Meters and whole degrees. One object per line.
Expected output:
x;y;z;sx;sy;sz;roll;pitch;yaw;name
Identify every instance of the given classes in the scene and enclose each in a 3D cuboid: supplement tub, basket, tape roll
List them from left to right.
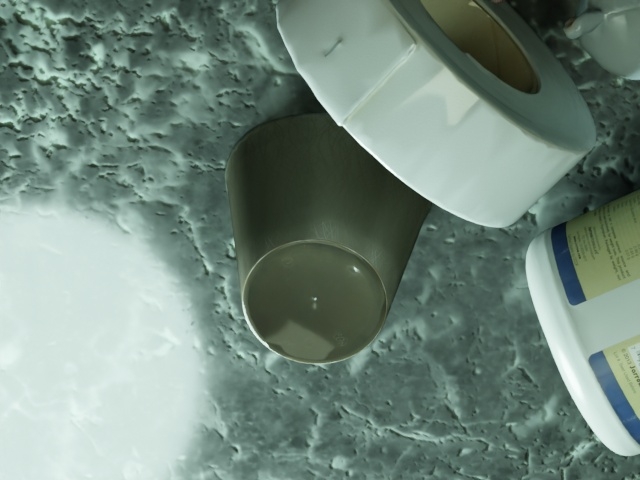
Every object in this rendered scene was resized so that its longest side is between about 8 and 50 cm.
0.000;0.000;1.576;0.204;0.227;0.154;8;119;0;basket
0.099;-0.147;1.456;0.286;0.286;0.100;38;115;-16;tape roll
0.372;0.040;1.570;0.316;0.228;0.228;-24;114;17;supplement tub

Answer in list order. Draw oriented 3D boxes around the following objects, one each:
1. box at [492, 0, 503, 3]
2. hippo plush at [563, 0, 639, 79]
0.166;-0.334;1.382;0.203;0.167;0.168;46;150;-19;box
0.349;-0.205;1.478;0.236;0.234;0.294;8;98;33;hippo plush
